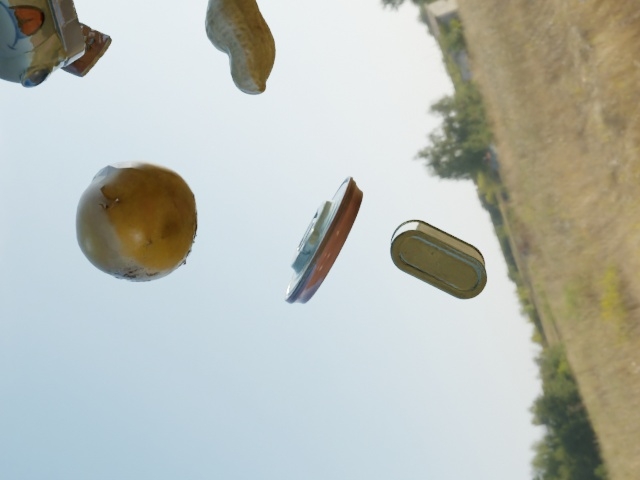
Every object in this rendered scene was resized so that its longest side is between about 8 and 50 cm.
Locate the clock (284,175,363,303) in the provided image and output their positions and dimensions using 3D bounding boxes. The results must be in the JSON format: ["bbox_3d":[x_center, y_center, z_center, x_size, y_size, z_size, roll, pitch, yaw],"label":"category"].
[{"bbox_3d":[-0.001,-0.001,1.359,0.056,0.244,0.244,28,-155,-7],"label":"clock"}]

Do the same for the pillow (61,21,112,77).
[{"bbox_3d":[-0.592,-0.455,1.795,0.126,0.233,0.043,-56,-16,-19],"label":"pillow"}]

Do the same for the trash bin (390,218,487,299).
[{"bbox_3d":[0.274,0.042,1.842,0.243,0.121,0.247,27,-173,6],"label":"trash bin"}]

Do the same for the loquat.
[{"bbox_3d":[-0.339,-0.035,1.459,0.235,0.235,0.235,-19,-90,-76],"label":"loquat"}]

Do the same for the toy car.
[{"bbox_3d":[-0.531,-0.379,1.138,0.336,0.226,0.242,38,150,22],"label":"toy car"}]

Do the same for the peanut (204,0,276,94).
[{"bbox_3d":[-0.175,-0.448,1.749,0.253,0.137,0.122,64,-151,-7],"label":"peanut"}]
